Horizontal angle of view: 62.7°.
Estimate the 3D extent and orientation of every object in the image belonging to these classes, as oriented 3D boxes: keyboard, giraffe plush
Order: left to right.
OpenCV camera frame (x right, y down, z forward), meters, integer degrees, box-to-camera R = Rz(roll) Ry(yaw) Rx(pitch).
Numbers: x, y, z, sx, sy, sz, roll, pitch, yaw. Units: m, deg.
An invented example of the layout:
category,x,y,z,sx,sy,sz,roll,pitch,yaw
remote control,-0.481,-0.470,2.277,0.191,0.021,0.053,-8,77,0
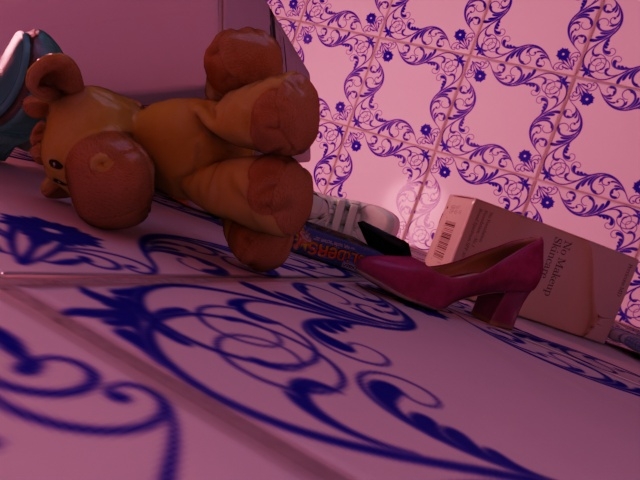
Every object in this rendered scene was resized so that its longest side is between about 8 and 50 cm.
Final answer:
category,x,y,z,sx,sy,sz,roll,pitch,yaw
giraffe plush,-0.122,-0.070,0.395,0.170,0.181,0.210,-8,29,-30
keyboard,0.102,0.031,0.751,0.100,0.038,0.192,26,-7,19

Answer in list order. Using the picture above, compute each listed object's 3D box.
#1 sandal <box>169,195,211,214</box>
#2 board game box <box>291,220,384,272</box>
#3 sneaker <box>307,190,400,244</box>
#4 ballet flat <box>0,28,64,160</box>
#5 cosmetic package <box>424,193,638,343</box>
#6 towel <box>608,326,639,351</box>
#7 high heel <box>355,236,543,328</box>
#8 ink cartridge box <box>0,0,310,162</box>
category,x,y,z,sx,sy,sz,roll,pitch,yaw
sandal,-0.190,-0.094,0.810,0.265,0.076,0.102,24,6,41
board game box,0.000,0.000,0.740,0.136,0.035,0.201,19,4,-8
sneaker,0.022,-0.049,1.053,0.256,0.094,0.151,11,-6,26
ballet flat,-0.263,-0.121,0.473,0.247,0.083,0.087,-2,-15,43
cosmetic package,0.346,0.046,0.888,0.309,0.160,0.113,18,5,-10
towel,0.585,0.198,0.855,0.209,0.034,0.285,19,4,-1
high heel,0.153,0.022,0.584,0.244,0.117,0.082,18,5,-24
ink cartridge box,-0.192,-0.213,0.718,0.286,0.166,0.395,-2,-4,12
